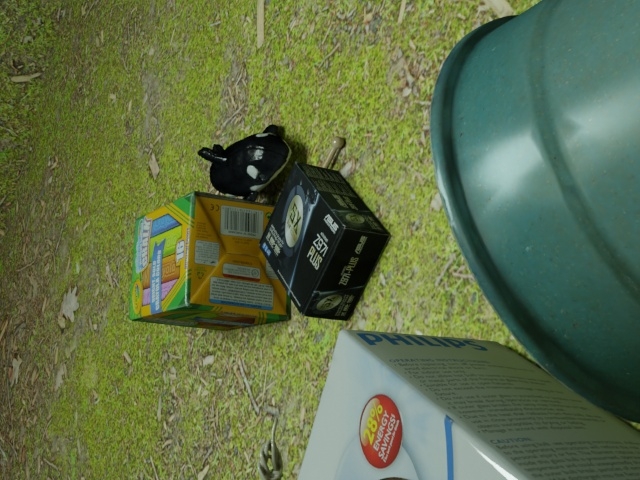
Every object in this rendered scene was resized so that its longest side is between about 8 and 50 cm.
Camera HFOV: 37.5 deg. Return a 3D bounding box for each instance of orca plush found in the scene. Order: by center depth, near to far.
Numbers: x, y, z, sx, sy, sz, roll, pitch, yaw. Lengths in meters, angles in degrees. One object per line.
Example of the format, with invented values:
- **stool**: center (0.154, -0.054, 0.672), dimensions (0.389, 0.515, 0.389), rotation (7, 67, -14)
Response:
- **orca plush**: center (-0.148, -0.142, 1.538), dimensions (0.151, 0.102, 0.287), rotation (-62, 22, 2)

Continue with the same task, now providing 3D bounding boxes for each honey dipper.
- **honey dipper**: center (-0.005, -0.083, 1.394), dimensions (0.160, 0.031, 0.030), rotation (-61, 37, 23)

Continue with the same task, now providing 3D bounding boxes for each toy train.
- **toy train**: center (-0.082, 0.378, 1.345), dimensions (0.143, 0.105, 0.247), rotation (154, 120, -68)

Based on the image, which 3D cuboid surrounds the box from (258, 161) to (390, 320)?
- **box**: center (0.000, 0.000, 1.316), dimensions (0.147, 0.078, 0.180), rotation (-64, 36, 24)

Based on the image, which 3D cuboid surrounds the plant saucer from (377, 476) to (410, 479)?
- **plant saucer**: center (0.050, 0.297, 0.780), dimensions (0.199, 0.036, 0.198), rotation (-22, 63, 53)

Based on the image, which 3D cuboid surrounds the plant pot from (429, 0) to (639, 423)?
- **plant pot**: center (0.306, -0.090, 0.607), dimensions (0.334, 0.341, 0.341), rotation (-37, 53, 48)

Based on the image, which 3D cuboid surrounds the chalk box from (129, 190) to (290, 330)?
- **chalk box**: center (-0.194, 0.047, 1.518), dimensions (0.289, 0.180, 0.179), rotation (-19, 67, 56)

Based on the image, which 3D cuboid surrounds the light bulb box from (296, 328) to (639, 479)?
- **light bulb box**: center (0.143, 0.315, 0.874), dimensions (0.361, 0.225, 0.357), rotation (33, 110, 55)
